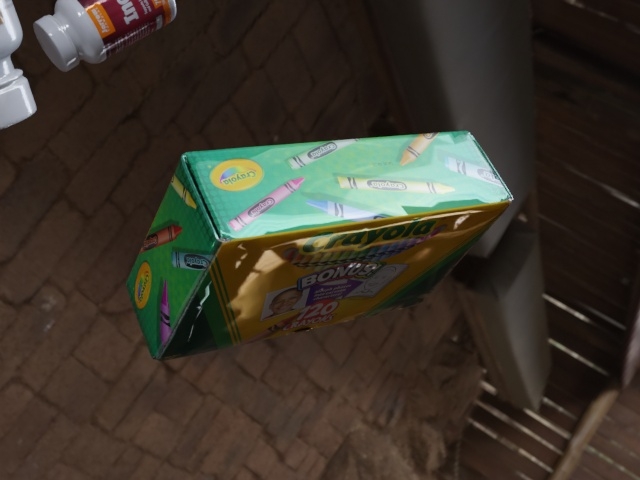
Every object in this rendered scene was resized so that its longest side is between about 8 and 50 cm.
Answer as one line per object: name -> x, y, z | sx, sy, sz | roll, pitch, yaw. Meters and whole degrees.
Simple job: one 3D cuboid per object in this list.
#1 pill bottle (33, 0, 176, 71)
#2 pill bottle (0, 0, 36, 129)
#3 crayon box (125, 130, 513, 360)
pill bottle -> -0.252, -0.262, 1.029 | 0.152, 0.086, 0.086 | -37, 148, -20
pill bottle -> -0.361, -0.218, 0.841 | 0.131, 0.131, 0.229 | -35, 120, -39
crayon box -> 0.000, 0.000, 0.718 | 0.278, 0.081, 0.165 | -9, 149, -34
